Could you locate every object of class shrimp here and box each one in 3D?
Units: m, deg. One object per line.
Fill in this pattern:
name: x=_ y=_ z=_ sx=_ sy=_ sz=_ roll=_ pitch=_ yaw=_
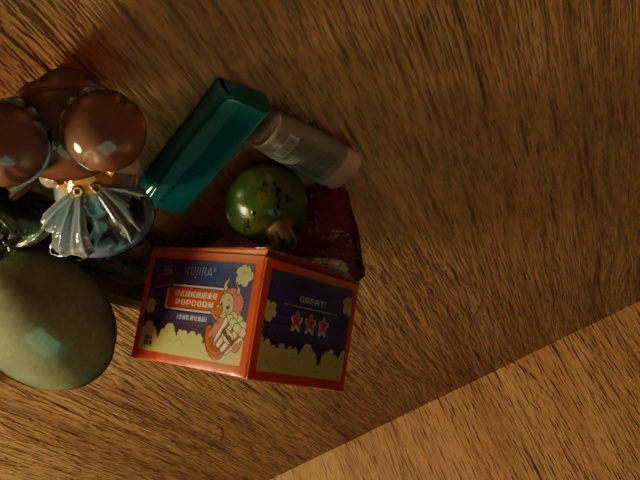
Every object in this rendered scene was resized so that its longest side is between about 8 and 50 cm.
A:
shrimp: x=-0.425 y=0.038 z=1.788 sx=0.152 sy=0.046 sz=0.219 roll=-41 pitch=142 yaw=27

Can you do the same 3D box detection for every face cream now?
face cream: x=-0.030 y=-0.183 z=1.691 sx=0.107 sy=0.073 sz=0.269 roll=-39 pitch=145 yaw=23

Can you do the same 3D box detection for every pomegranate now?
pomegranate: x=-0.100 y=-0.059 z=1.699 sx=0.180 sy=0.210 sz=0.180 roll=-21 pitch=144 yaw=-16

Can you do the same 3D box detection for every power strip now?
power strip: x=-0.432 y=0.125 z=1.896 sx=0.044 sy=0.064 sz=0.305 roll=-36 pitch=146 yaw=24

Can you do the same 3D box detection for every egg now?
egg: x=-0.559 y=0.160 z=1.664 sx=0.258 sy=0.258 sz=0.352 roll=-24 pitch=134 yaw=1

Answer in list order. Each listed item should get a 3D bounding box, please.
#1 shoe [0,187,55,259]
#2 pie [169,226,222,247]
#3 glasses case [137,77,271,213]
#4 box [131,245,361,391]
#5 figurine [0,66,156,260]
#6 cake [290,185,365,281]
shoe: x=-0.576 y=-0.016 z=1.522 sx=0.109 sy=0.149 sz=0.293 roll=-39 pitch=144 yaw=21
pie: x=-0.293 y=0.014 z=1.853 sx=0.092 sy=0.034 sz=0.170 roll=16 pitch=138 yaw=-43
glasses case: x=-0.226 y=-0.173 z=1.589 sx=0.117 sy=0.070 sz=0.301 roll=12 pitch=135 yaw=-42
box: x=-0.154 y=0.161 z=1.752 sx=0.348 sy=0.257 sz=0.318 roll=2 pitch=168 yaw=40
figurine: x=-0.414 y=-0.122 z=1.386 sx=0.276 sy=0.248 sz=0.388 roll=-10 pitch=144 yaw=-7
cake: x=0.000 y=0.000 z=1.917 sx=0.177 sy=0.151 sz=0.283 roll=-11 pitch=149 yaw=6
